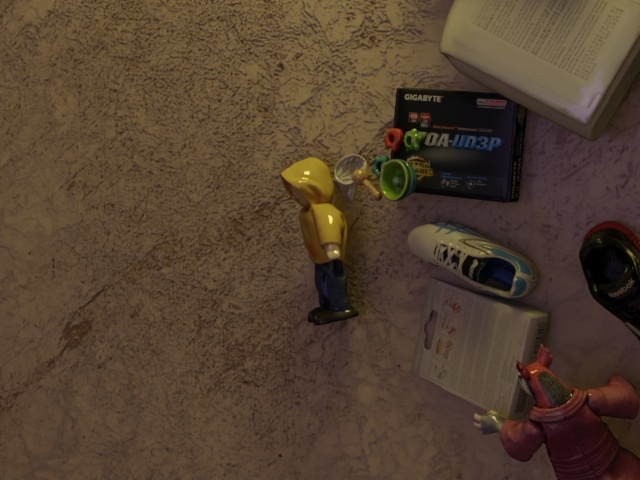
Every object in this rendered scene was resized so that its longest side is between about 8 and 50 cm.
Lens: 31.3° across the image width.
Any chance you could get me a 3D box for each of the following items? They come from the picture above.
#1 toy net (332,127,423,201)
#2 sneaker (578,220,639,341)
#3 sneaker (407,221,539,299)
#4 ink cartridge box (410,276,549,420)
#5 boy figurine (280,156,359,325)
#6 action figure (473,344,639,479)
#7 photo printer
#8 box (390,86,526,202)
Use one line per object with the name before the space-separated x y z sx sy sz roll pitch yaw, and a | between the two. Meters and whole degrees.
toy net | 0.083 -0.125 1.930 0.232 0.045 0.122 0 91 52
sneaker | 0.480 0.093 1.707 0.097 0.135 0.276 -42 74 24
sneaker | 0.242 0.029 1.871 0.237 0.086 0.085 22 106 29
ink cartridge box | 0.261 0.176 1.904 0.224 0.056 0.181 22 106 47
boy figurine | 0.000 0.000 1.974 0.092 0.177 0.285 -14 98 -11
action figure | 0.383 0.328 1.695 0.248 0.276 0.370 -31 106 12
photo printer | 0.348 -0.329 1.747 0.307 0.107 0.256 32 96 25
box | 0.226 -0.159 1.885 0.220 0.051 0.175 9 98 30
